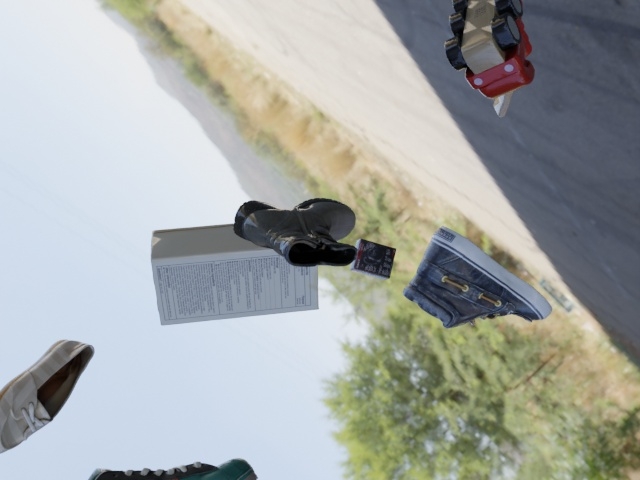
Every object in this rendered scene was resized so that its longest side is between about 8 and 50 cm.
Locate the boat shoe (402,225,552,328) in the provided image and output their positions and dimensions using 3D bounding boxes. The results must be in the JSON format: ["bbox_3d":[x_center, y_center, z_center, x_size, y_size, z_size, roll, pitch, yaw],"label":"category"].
[{"bbox_3d":[0.160,0.060,0.824,0.183,0.083,0.065,32,-178,-33],"label":"boat shoe"}]

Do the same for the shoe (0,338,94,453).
[{"bbox_3d":[-0.410,0.223,1.170,0.219,0.058,0.076,-59,-38,-47],"label":"shoe"}]

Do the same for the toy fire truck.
[{"bbox_3d":[0.325,-0.320,1.441,0.246,0.159,0.217,45,-139,-31],"label":"toy fire truck"}]

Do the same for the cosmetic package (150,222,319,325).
[{"bbox_3d":[-0.163,0.057,1.542,0.113,0.310,0.160,-107,15,-57],"label":"cosmetic package"}]

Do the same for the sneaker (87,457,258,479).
[{"bbox_3d":[-0.228,0.327,1.007,0.121,0.302,0.108,61,151,18],"label":"sneaker"}]

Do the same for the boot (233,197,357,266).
[{"bbox_3d":[0.000,0.000,1.226,0.247,0.083,0.161,-3,-156,-45],"label":"boot"}]

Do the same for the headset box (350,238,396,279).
[{"bbox_3d":[0.098,0.036,1.550,0.083,0.062,0.032,15,168,-9],"label":"headset box"}]
